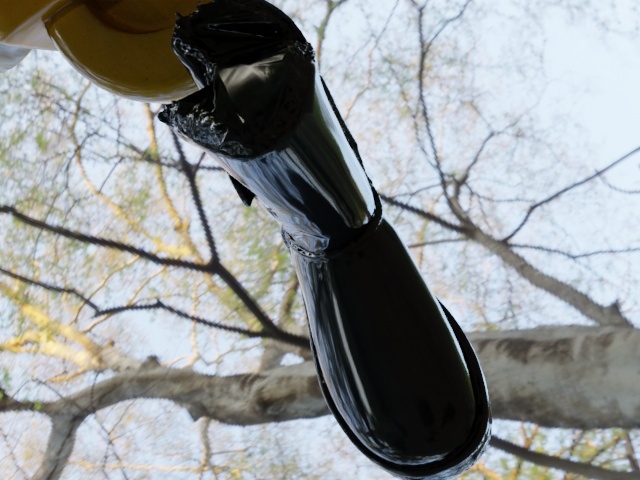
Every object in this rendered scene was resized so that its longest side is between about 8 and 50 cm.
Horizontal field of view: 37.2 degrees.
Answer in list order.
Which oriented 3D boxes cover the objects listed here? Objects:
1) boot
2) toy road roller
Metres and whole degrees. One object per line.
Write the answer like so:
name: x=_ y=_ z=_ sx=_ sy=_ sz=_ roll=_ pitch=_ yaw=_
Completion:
boot: x=0.000 y=0.000 z=0.531 sx=0.094 sy=0.207 sz=0.246 roll=-27 pitch=-125 yaw=7
toy road roller: x=-0.170 y=-0.178 z=0.678 sx=0.240 sy=0.330 sz=0.202 roll=61 pitch=-163 yaw=1
